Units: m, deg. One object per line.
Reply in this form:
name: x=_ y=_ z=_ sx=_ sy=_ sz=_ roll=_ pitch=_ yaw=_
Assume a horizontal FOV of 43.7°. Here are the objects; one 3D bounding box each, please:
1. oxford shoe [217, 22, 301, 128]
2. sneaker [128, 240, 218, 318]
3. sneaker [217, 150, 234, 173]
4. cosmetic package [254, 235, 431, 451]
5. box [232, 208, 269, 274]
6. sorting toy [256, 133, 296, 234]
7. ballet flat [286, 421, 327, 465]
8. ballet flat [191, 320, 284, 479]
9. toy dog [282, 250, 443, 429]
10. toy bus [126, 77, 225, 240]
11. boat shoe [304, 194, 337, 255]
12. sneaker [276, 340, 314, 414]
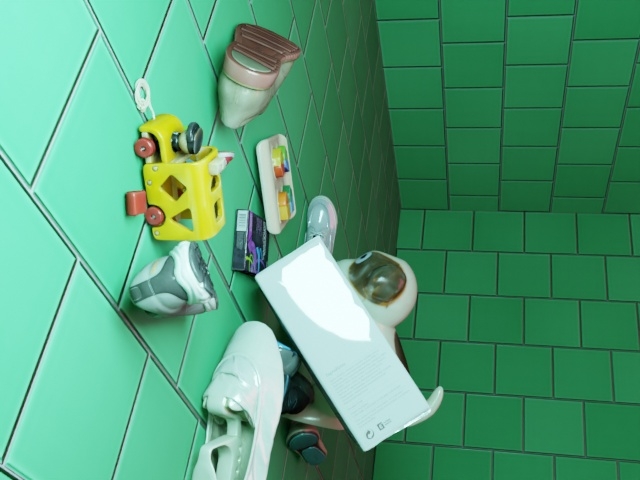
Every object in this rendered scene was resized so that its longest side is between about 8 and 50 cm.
oxford shoe: x=-0.124 y=-0.303 z=1.445 sx=0.348 sy=0.123 sz=0.130 roll=-66 pitch=-179 yaw=-63
sneaker: x=-0.205 y=0.061 z=1.114 sx=0.271 sy=0.108 sz=0.100 roll=111 pitch=-43 yaw=-81
sneaker: x=-0.175 y=-0.113 z=1.319 sx=0.118 sy=0.042 sz=0.067 roll=-31 pitch=118 yaw=-67
cosmetic package: x=0.034 y=0.200 z=1.553 sx=0.385 sy=0.156 sz=0.217 roll=59 pitch=-7 yaw=5
box: x=-0.133 y=0.008 z=1.560 sx=0.162 sy=0.029 sz=0.116 roll=36 pitch=56 yaw=-78
sorting toy: x=-0.084 y=-0.124 z=1.679 sx=0.208 sy=0.038 sz=0.193 roll=-52 pitch=136 yaw=-75
ballet flat: x=-0.041 y=0.487 z=1.976 sx=0.248 sy=0.086 sz=0.086 roll=75 pitch=20 yaw=-56
ballet flat: x=-0.149 y=0.326 z=1.349 sx=0.139 sy=0.139 sz=0.400 roll=54 pitch=40 yaw=-70
toy dog: x=0.102 y=0.226 z=1.875 sx=0.284 sy=0.395 sz=0.408 roll=-1 pitch=101 yaw=-69
toy bus: x=-0.187 y=-0.099 z=1.117 sx=0.202 sy=0.104 sz=0.191 roll=63 pitch=31 yaw=-66
boat shoe: x=-0.001 y=0.000 z=2.050 sx=0.081 sy=0.079 sz=0.227 roll=-59 pitch=152 yaw=-75
sneaker: x=-0.105 y=0.301 z=1.608 sx=0.139 sy=0.125 sz=0.341 roll=-56 pitch=159 yaw=-17
